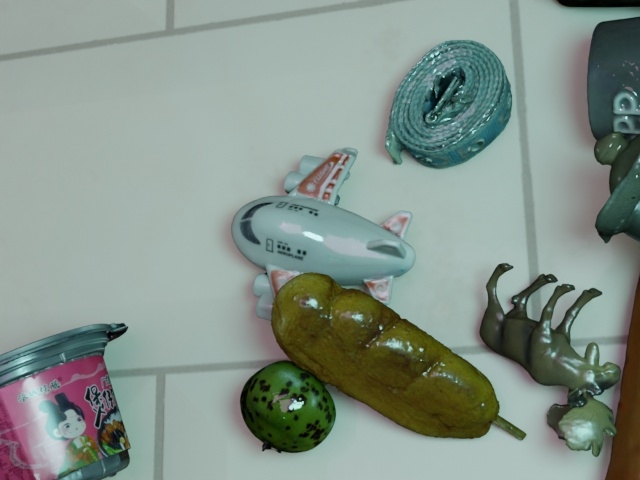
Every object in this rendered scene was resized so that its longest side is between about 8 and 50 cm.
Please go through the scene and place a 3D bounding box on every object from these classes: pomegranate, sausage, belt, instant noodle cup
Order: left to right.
[{"bbox_3d":[-0.350,0.236,1.381,0.302,0.258,0.182,-21,83,-21],"label":"instant noodle cup"},{"bbox_3d":[-0.027,0.192,1.360,0.122,0.122,0.161,36,63,22],"label":"pomegranate"},{"bbox_3d":[0.168,-0.176,1.426,0.147,0.082,0.163,9,76,23],"label":"belt"},{"bbox_3d":[0.389,0.169,1.252,0.097,0.094,0.349,9,76,16],"label":"sausage"}]

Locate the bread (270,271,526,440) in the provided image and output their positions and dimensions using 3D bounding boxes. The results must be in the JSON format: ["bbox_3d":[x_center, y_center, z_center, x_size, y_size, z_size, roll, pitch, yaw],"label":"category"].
[{"bbox_3d":[0.096,0.148,1.313,0.344,0.124,0.084,30,39,-6],"label":"bread"}]

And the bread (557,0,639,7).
[{"bbox_3d":[0.439,-0.422,1.363,0.376,0.208,0.251,1,70,20],"label":"bread"}]

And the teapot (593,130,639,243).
[{"bbox_3d":[0.422,-0.055,1.143,0.285,0.305,0.223,31,62,14],"label":"teapot"}]

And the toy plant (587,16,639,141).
[{"bbox_3d":[0.518,-0.174,1.267,0.400,0.185,0.280,3,96,25],"label":"toy plant"}]

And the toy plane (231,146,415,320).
[{"bbox_3d":[0.001,0.001,1.404,0.252,0.118,0.252,-6,70,17],"label":"toy plane"}]

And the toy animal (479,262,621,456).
[{"bbox_3d":[0.272,0.138,1.287,0.214,0.093,0.186,23,100,48],"label":"toy animal"}]
